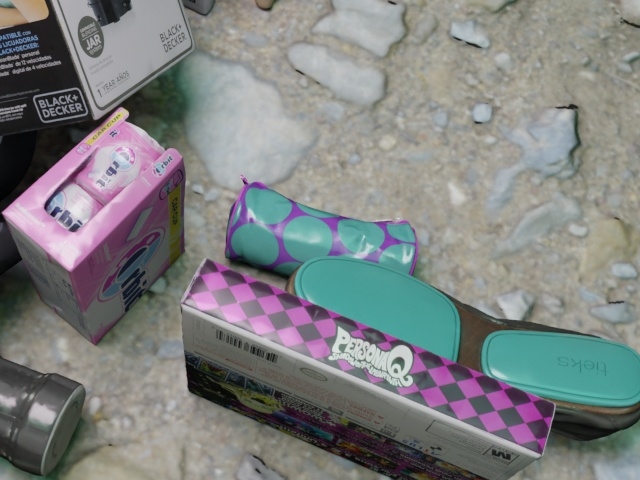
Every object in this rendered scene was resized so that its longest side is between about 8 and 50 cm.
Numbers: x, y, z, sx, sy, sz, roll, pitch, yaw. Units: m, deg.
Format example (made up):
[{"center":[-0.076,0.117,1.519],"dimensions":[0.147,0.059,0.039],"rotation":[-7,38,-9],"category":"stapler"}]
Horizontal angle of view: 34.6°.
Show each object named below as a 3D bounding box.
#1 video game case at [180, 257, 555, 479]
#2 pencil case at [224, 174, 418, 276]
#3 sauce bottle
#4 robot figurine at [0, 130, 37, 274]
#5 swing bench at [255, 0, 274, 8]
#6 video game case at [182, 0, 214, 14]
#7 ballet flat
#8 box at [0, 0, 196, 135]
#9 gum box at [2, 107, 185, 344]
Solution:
[{"center":[0.018,0.107,0.700],"dimensions":[0.232,0.210,0.041],"rotation":[22,67,4],"category":"video game case"},{"center":[0.000,0.000,0.820],"dimensions":[0.152,0.064,0.070],"rotation":[15,83,0],"category":"pencil case"},{"center":[-0.340,0.075,0.727],"dimensions":[0.344,0.111,0.111],"rotation":[21,67,4],"category":"sauce bottle"},{"center":[-0.305,-0.072,0.709],"dimensions":[0.209,0.173,0.278],"rotation":[12,25,8],"category":"robot figurine"},{"center":[-0.115,-0.367,0.854],"dimensions":[0.253,0.254,0.165],"rotation":[25,67,4],"category":"swing bench"},{"center":[-0.175,-0.288,0.838],"dimensions":[0.193,0.212,0.023],"rotation":[25,69,4],"category":"video game case"},{"center":[0.102,0.095,0.771],"dimensions":[0.281,0.096,0.095],"rotation":[19,56,1],"category":"ballet flat"},{"center":[-0.194,-0.236,0.691],"dimensions":[0.087,0.289,0.169],"rotation":[-6,25,22],"category":"box"},{"center":[-0.155,-0.006,0.738],"dimensions":[0.062,0.188,0.107],"rotation":[39,70,8],"category":"gum box"}]
